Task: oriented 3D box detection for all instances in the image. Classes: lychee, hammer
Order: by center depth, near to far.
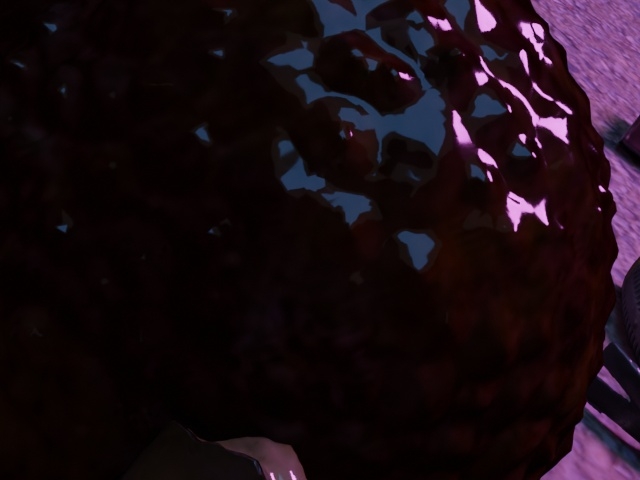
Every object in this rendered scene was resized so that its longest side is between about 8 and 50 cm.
[{"bbox_3d":[-0.026,0.007,0.450,0.260,0.260,0.260,26,28,-15],"label":"lychee"},{"bbox_3d":[0.231,0.077,0.839,0.159,0.041,0.226,29,28,-12],"label":"hammer"}]

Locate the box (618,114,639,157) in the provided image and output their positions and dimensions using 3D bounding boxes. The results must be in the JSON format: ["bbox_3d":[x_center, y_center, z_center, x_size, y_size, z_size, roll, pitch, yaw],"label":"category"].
[{"bbox_3d":[0.390,-0.057,1.204,0.224,0.069,0.120,37,26,6],"label":"box"}]

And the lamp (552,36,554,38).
[{"bbox_3d":[0.069,-0.220,1.146,0.266,0.047,0.269,41,28,12],"label":"lamp"}]

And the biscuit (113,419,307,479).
[{"bbox_3d":[0.028,0.179,0.289,0.273,0.187,0.036,36,11,25],"label":"biscuit"}]
